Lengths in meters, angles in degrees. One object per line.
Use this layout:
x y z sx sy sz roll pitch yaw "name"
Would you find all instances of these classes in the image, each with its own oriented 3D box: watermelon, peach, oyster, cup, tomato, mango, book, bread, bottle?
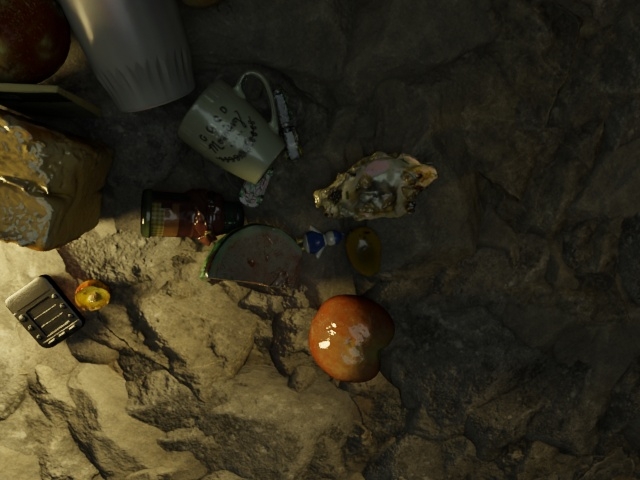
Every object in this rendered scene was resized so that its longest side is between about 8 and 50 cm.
-0.202 0.062 1.417 0.305 0.180 0.224 9 123 -43 "watermelon"
-0.646 0.151 1.489 0.098 0.061 0.098 -7 128 -10 "peach"
0.150 -0.160 1.474 0.354 0.107 0.201 -7 126 -16 "oyster"
-0.194 -0.294 1.330 0.234 0.186 0.258 36 105 -7 "cup"
-0.449 -0.507 1.215 0.253 0.253 0.372 -15 118 -1 "cup"
-0.730 -0.476 1.175 0.303 0.303 0.239 16 66 -10 "tomato"
0.085 0.278 1.513 0.252 0.252 0.253 -1 105 -5 "peach"
0.131 0.036 1.530 0.103 0.076 0.161 -22 115 -6 "mango"
-0.662 -0.327 1.237 0.201 0.289 0.026 -1 93 -6 "book"
-0.730 -0.163 1.238 0.371 0.390 0.279 20 94 -9 "bread"
-0.341 -0.064 1.410 0.271 0.143 0.156 2 86 -20 "bottle"

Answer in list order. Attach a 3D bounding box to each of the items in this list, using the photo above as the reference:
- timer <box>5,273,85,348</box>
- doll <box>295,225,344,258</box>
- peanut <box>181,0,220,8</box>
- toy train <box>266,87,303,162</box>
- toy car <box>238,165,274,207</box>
-0.782 0.203 1.496 0.144 0.055 0.187 -34 102 2 "timer"
0.000 0.000 1.515 0.142 0.057 0.099 -14 86 -3 "doll"
-0.281 -0.748 1.224 0.192 0.169 0.387 4 102 -18 "peanut"
-0.095 -0.309 1.411 0.060 0.081 0.202 -16 113 0 "toy train"
-0.179 -0.160 1.454 0.069 0.055 0.142 21 88 -12 "toy car"
